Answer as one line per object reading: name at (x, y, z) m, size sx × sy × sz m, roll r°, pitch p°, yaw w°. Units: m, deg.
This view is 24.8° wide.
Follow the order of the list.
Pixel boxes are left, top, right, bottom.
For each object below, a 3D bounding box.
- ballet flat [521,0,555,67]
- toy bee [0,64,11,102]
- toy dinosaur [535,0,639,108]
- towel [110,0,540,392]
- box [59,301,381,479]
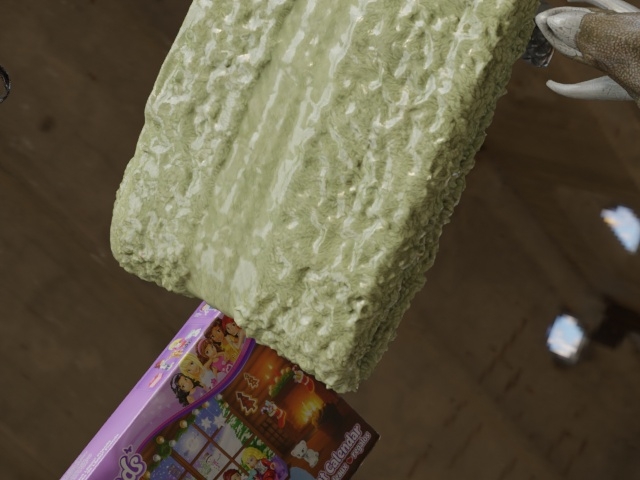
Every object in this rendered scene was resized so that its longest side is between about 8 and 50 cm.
ballet flat at (0.106, -0.180, 1.120) m, size 0.057 × 0.173 × 0.049 m, roll -33°, pitch -39°, yaw -38°
toy bee at (-0.344, -0.168, 0.875) m, size 0.298 × 0.195 × 0.162 m, roll 16°, pitch -121°, yaw -27°
toy dinosaur at (0.213, 0.006, 0.526) m, size 0.121 × 0.160 × 0.313 m, roll -37°, pitch -93°, yaw 7°
towel at (0.001, -0.041, 0.419) m, size 0.027 × 0.110 × 0.148 m, roll 8°, pitch -73°, yaw -57°
box at (-0.104, 0.218, 1.255) m, size 0.201 × 0.057 × 0.293 m, roll 46°, pitch -112°, yaw -20°
